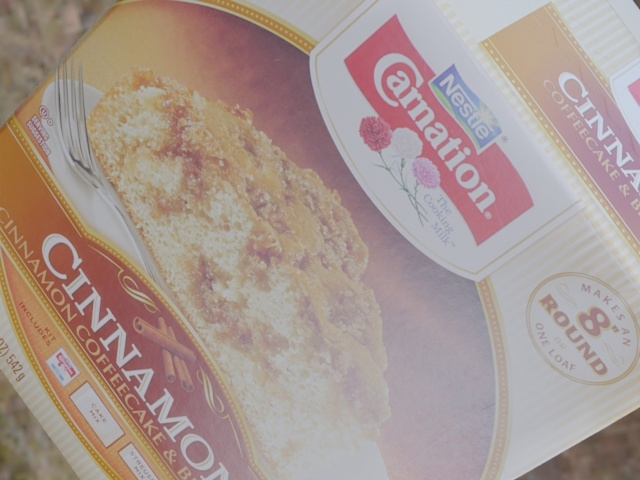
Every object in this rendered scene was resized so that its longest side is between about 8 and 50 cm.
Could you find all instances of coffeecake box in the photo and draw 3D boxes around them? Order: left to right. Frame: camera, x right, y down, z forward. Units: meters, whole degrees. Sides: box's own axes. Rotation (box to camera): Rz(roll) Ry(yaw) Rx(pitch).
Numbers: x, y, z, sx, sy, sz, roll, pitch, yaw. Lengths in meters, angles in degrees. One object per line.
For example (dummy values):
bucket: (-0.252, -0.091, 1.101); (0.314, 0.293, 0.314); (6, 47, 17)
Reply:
coffeecake box: (0.000, 0.000, 0.438); (0.142, 0.185, 0.068); (54, 42, 3)
